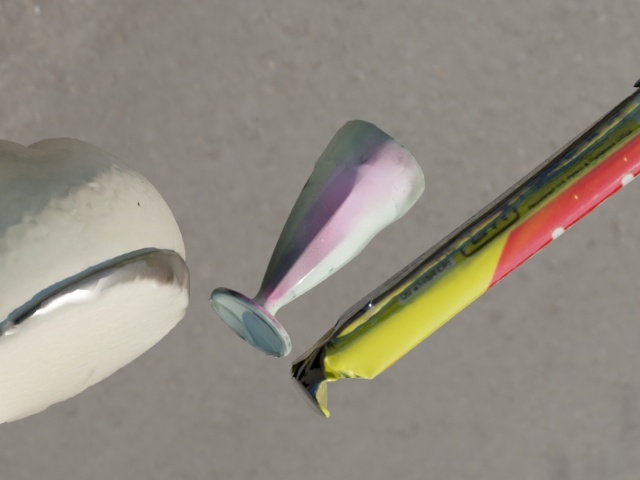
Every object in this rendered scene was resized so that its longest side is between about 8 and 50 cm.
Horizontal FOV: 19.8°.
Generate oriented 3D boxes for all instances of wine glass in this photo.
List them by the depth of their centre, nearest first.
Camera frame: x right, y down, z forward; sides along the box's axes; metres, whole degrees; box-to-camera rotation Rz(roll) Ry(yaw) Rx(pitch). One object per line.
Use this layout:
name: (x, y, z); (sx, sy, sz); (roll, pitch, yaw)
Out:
wine glass: (0.000, 0.000, 1.197); (0.155, 0.073, 0.073); (-53, 151, -24)

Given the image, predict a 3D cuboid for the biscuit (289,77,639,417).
biscuit: (0.107, -0.042, 0.557); (0.292, 0.026, 0.048); (-38, -176, 2)

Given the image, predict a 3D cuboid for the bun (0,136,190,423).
bun: (-0.156, 0.012, 0.892); (0.172, 0.120, 0.173); (-29, 166, -8)
